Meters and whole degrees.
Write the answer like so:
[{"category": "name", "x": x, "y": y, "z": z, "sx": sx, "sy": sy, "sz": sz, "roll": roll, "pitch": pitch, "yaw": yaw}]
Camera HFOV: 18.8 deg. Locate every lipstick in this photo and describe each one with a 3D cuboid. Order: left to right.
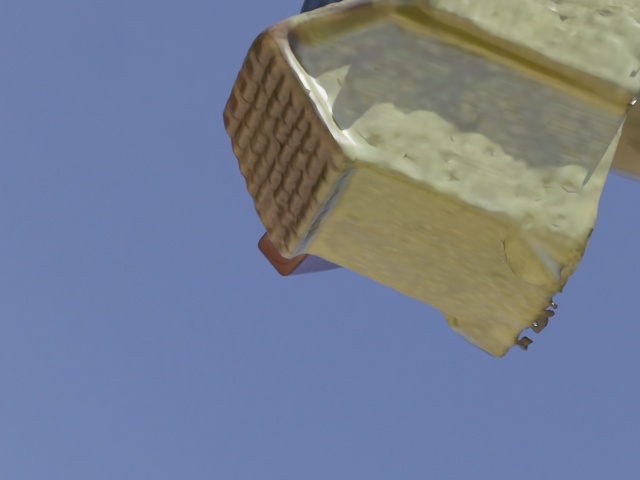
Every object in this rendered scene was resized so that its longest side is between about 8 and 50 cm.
[{"category": "lipstick", "x": 0.000, "y": 0.000, "z": 1.737, "sx": 0.045, "sy": 0.145, "sz": 0.045, "roll": 48, "pitch": -69, "yaw": 16}]

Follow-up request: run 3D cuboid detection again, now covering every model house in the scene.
[{"category": "model house", "x": 0.081, "y": -0.107, "z": 1.384, "sx": 0.266, "sy": 0.321, "sz": 0.261, "roll": 22, "pitch": -25, "yaw": -3}]

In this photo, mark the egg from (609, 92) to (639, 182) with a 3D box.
[{"category": "egg", "x": 0.307, "y": -0.140, "z": 1.723, "sx": 0.241, "sy": 0.186, "sz": 0.186, "roll": 24, "pitch": -28, "yaw": -29}]
